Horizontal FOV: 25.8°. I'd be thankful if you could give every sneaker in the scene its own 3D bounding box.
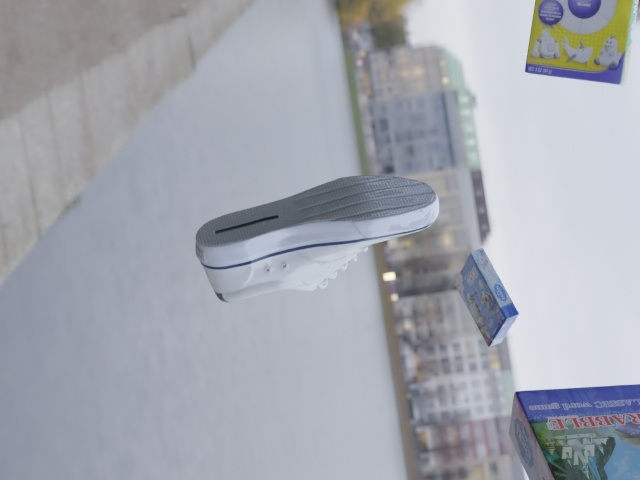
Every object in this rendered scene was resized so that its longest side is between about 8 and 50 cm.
[{"bbox_3d":[0.000,0.000,1.470,0.094,0.258,0.091,-98,176,-55],"label":"sneaker"}]

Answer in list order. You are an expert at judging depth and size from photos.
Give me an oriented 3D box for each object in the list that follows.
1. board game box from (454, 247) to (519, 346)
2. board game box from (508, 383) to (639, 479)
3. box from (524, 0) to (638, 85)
[{"bbox_3d":[0.191,0.067,1.619,0.090,0.020,0.090,105,-38,-63],"label":"board game box"},{"bbox_3d":[0.389,0.259,1.443,0.318,0.318,0.066,-107,-164,-60],"label":"board game box"},{"bbox_3d":[0.279,-0.257,1.457,0.043,0.105,0.179,-12,110,-71],"label":"box"}]
